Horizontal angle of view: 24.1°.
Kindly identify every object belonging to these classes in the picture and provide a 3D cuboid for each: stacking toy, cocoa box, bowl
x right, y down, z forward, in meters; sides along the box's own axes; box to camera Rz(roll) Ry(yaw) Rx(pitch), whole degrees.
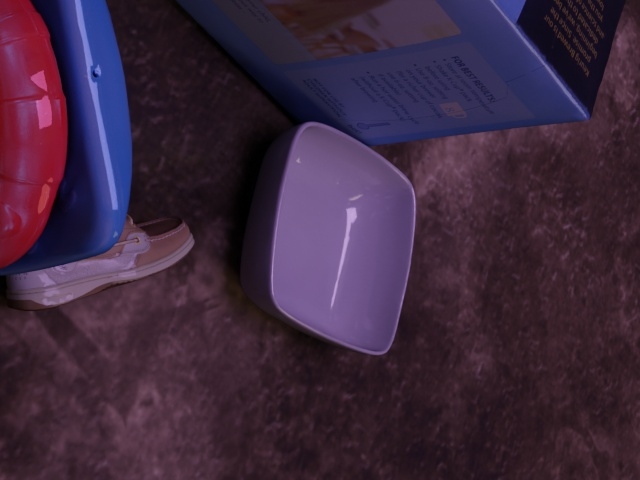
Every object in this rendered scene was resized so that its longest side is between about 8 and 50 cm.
[{"bbox_3d":[-0.250,-0.050,0.673,0.302,0.166,0.175,-13,93,-44],"label":"stacking toy"},{"bbox_3d":[0.025,-0.248,0.948,0.347,0.231,0.228,42,57,-39],"label":"cocoa box"},{"bbox_3d":[0.000,0.000,1.034,0.142,0.053,0.142,28,66,-45],"label":"bowl"}]

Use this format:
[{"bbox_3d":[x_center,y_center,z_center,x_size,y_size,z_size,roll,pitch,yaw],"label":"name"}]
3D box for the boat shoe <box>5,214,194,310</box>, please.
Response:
[{"bbox_3d":[-0.128,0.003,0.886,0.135,0.050,0.045,-24,110,-48],"label":"boat shoe"}]
